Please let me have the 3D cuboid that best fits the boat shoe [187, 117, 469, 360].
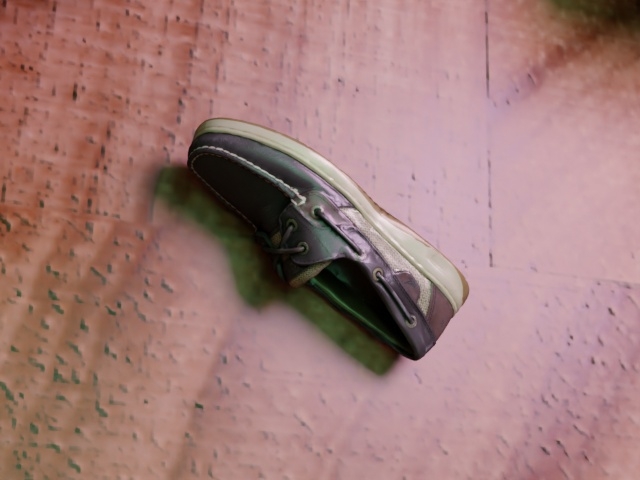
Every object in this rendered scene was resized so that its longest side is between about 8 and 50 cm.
[{"bbox_3d":[0.000,0.000,0.579,0.152,0.056,0.049,33,60,-6],"label":"boat shoe"}]
